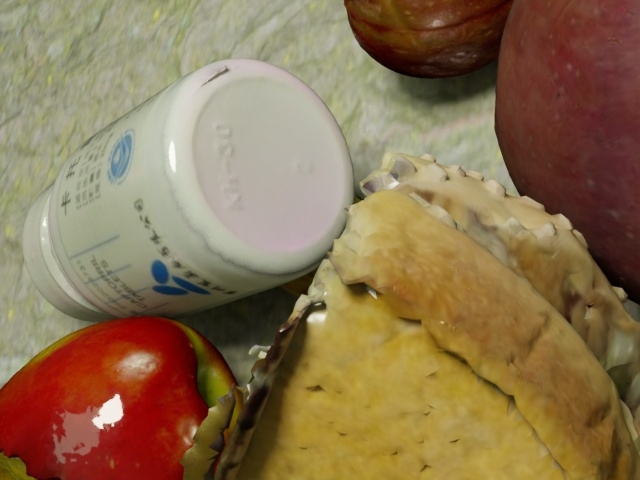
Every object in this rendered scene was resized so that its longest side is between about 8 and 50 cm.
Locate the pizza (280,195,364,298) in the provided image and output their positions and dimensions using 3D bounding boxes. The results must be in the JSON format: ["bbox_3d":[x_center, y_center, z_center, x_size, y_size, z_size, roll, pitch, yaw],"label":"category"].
[{"bbox_3d":[0.000,0.000,0.945,0.160,0.036,0.099,29,88,43],"label":"pizza"}]

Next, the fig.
[{"bbox_3d":[0.122,-0.210,0.884,0.207,0.175,0.175,4,70,17],"label":"fig"}]

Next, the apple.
[{"bbox_3d":[0.250,-0.085,0.634,0.306,0.306,0.235,-42,20,14],"label":"apple"}]

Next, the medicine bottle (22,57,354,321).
[{"bbox_3d":[-0.118,-0.024,0.927,0.293,0.170,0.170,-20,55,53],"label":"medicine bottle"}]

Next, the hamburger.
[{"bbox_3d":[0.073,0.188,0.617,0.287,0.268,0.445,24,117,7],"label":"hamburger"}]

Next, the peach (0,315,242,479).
[{"bbox_3d":[-0.169,0.164,0.893,0.226,0.190,0.196,-30,66,16],"label":"peach"}]
